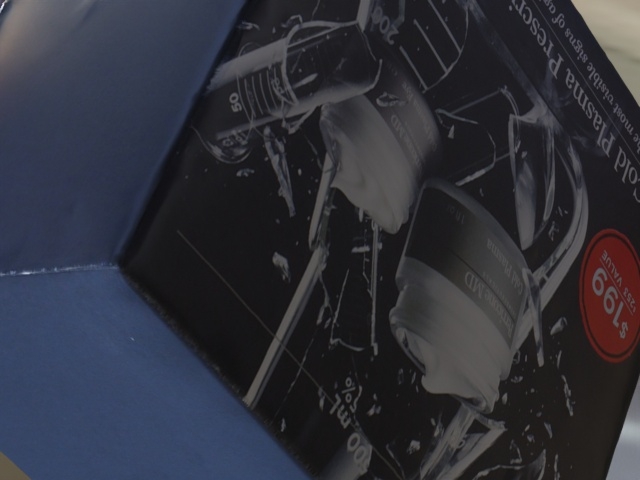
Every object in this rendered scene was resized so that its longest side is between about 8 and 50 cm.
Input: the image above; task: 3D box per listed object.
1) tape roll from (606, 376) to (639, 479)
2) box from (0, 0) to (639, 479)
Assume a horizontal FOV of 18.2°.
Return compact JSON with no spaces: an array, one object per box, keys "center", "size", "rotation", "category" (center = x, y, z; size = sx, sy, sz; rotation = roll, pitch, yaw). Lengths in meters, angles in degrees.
[{"center":[0.176,0.060,1.361],"size":[0.100,0.286,0.286],"rotation":[5,-151,-14],"category":"tape roll"},{"center":[0.000,0.000,0.953],"size":[0.179,0.343,0.312],"rotation":[-4,-130,39],"category":"box"}]
